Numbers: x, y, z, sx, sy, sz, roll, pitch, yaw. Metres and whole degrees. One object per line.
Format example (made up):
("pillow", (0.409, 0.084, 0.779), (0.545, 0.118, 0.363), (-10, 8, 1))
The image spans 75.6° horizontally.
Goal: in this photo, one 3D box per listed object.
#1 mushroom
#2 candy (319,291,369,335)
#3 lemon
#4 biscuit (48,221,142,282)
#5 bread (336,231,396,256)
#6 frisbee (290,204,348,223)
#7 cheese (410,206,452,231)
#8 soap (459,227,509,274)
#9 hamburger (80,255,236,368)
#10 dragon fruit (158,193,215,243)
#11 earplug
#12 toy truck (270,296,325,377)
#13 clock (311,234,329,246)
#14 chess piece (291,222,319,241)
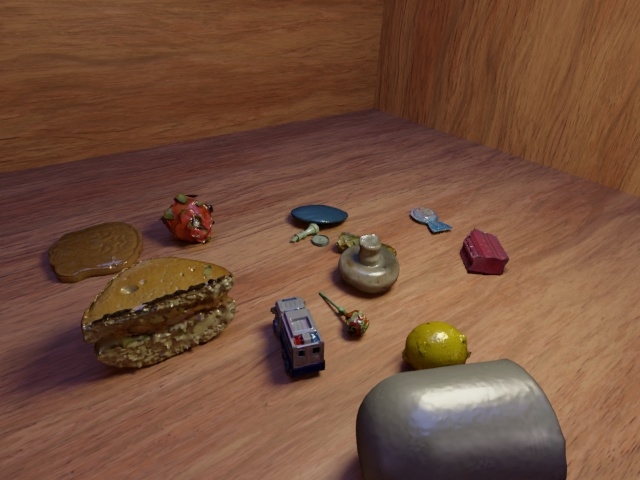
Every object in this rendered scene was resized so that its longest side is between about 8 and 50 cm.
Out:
("mushroom", (0.193, 0.075, 1.609), (0.243, 0.243, 0.243), (2, 32, -1))
("candy", (0.069, 0.251, 1.483), (0.084, 0.078, 0.287), (-36, 35, -17))
("lemon", (0.348, 0.333, 1.259), (0.206, 0.173, 0.173), (-16, 30, 12))
("biscuit", (-0.955, 0.029, 1.766), (0.365, 0.062, 0.385), (-16, 36, -25))
("bread", (0.202, 0.036, 1.797), (0.269, 0.098, 0.087), (17, 64, 22))
("frisbee", (-0.004, -0.147, 2.058), (0.289, 0.049, 0.289), (3, 19, -1))
("cheese", (0.547, -0.111, 2.087), (0.135, 0.052, 0.245), (-12, 34, -21))
("soap", (0.708, 0.041, 1.811), (0.162, 0.099, 0.250), (4, 33, 3))
("hamburger", (-0.507, 0.201, 1.322), (0.445, 0.268, 0.287), (-20, 40, -24))
("dragon fruit", (-0.582, -0.094, 1.847), (0.227, 0.224, 0.224), (11, 33, 26))
("earplug", (0.280, 0.444, 0.944), (0.394, 0.313, 0.312), (-2, 32, -6))
("toy truck", (-0.075, 0.287, 1.317), (0.124, 0.155, 0.268), (-8, 33, -16))
("clock", (0.000, 0.000, 1.910), (0.085, 0.017, 0.085), (1, 32, -1))
("chess piece", (-0.078, -0.028, 1.924), (0.149, 0.059, 0.059), (-30, 44, -30))
